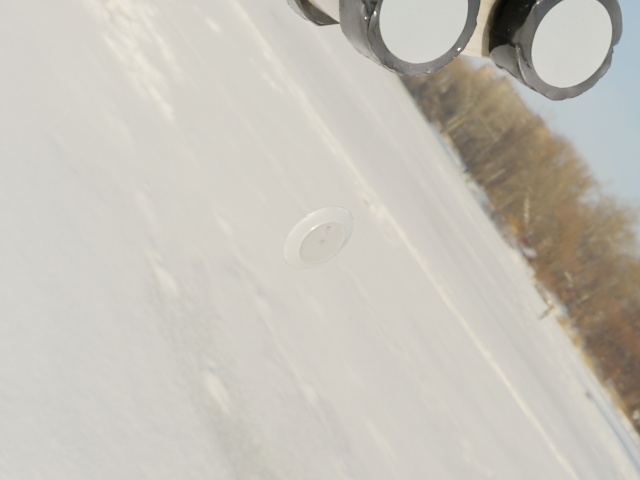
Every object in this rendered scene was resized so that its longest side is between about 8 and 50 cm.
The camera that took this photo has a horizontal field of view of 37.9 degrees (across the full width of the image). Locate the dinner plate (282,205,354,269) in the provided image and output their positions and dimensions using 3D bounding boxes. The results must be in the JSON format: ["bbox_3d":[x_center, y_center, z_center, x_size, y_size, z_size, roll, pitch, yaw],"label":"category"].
[{"bbox_3d":[0.000,0.000,1.603,0.017,0.141,0.141,51,5,38],"label":"dinner plate"}]

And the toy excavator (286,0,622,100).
[{"bbox_3d":[0.075,-0.375,0.755,0.433,0.445,0.222,4,23,-24],"label":"toy excavator"}]
